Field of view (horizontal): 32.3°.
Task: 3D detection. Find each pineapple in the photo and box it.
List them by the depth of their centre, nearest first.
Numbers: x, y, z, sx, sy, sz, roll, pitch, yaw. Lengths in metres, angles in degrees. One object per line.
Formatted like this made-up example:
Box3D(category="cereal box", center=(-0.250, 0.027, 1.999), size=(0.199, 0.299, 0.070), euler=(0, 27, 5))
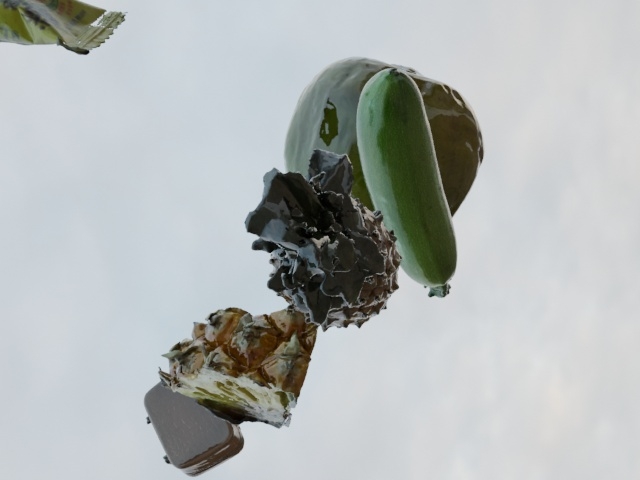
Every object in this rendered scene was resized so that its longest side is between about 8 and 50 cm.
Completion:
Box3D(category="pineapple", center=(0.000, 0.000, 1.106), size=(0.310, 0.141, 0.170), euler=(44, -127, -75))
Box3D(category="pineapple", center=(-0.086, 0.159, 1.366), size=(0.186, 0.236, 0.114), euler=(47, -129, -33))

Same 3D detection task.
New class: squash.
Box3D(category="squash", center=(0.121, -0.071, 1.537), size=(0.107, 0.107, 0.395), euler=(-51, -43, -34))

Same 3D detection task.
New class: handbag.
Box3D(category="handbag", center=(-0.239, 0.335, 2.045), size=(0.151, 0.193, 0.072), euler=(-35, -31, -1))

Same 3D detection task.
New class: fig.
Box3D(category="fig", center=(0.093, -0.120, 1.819), size=(0.343, 0.343, 0.343), euler=(-24, -60, -51))

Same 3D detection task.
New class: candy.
Box3D(category="candy", center=(-0.462, -0.345, 1.684), size=(0.187, 0.297, 0.081), euler=(-66, -8, -57))
